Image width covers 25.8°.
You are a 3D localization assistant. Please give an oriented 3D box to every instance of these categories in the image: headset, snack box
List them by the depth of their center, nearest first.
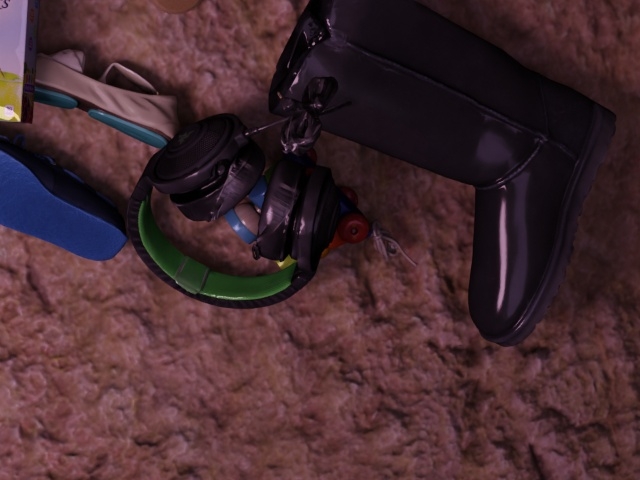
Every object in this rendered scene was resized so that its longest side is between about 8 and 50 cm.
[{"bbox_3d":[-0.414,-0.242,1.597,0.175,0.070,0.207,4,93,1],"label":"snack box"},{"bbox_3d":[-0.087,-0.046,1.662,0.243,0.185,0.394,29,130,-10],"label":"headset"}]

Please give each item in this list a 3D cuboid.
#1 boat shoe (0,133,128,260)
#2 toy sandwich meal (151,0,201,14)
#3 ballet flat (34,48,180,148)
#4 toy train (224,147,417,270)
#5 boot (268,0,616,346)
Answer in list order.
[{"bbox_3d":[-0.357,-0.059,1.721,0.109,0.089,0.258,-40,123,18],"label":"boat shoe"},{"bbox_3d":[-0.178,-0.319,1.713,0.086,0.029,0.085,-8,115,-17],"label":"toy sandwich meal"},{"bbox_3d":[-0.284,-0.187,1.708,0.248,0.086,0.086,20,102,-24],"label":"ballet flat"},{"bbox_3d":[0.000,0.000,1.846,0.143,0.105,0.248,-39,116,11],"label":"toy train"},{"bbox_3d":[0.133,-0.105,1.798,0.445,0.146,0.367,24,81,-28],"label":"boot"}]
